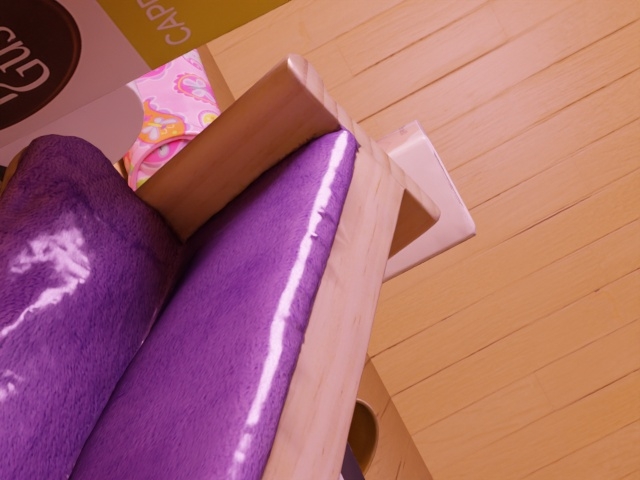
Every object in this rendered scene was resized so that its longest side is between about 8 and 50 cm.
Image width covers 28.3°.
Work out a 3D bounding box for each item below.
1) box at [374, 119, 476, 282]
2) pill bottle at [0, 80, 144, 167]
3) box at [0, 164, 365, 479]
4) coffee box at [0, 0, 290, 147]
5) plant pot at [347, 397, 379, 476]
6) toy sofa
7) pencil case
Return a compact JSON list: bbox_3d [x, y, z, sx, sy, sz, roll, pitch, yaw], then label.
[{"bbox_3d":[0.000,0.000,1.374,0.121,0.311,0.148,61,5,-11],"label":"box"},{"bbox_3d":[-0.227,-0.175,0.925,0.264,0.153,0.153,66,6,28],"label":"pill bottle"},{"bbox_3d":[-0.102,0.091,0.719,0.307,0.076,0.242,18,42,-58],"label":"box"},{"bbox_3d":[-0.207,-0.292,0.694,0.338,0.334,0.337,67,5,28],"label":"coffee box"},{"bbox_3d":[-0.022,0.196,1.271,0.095,0.134,0.134,31,-18,42],"label":"plant pot"},{"bbox_3d":[-0.072,0.053,0.526,0.177,0.150,0.362,44,29,-16],"label":"toy sofa"},{"bbox_3d":[-0.180,-0.146,1.459,0.124,0.124,0.284,58,5,-40],"label":"pencil case"}]
